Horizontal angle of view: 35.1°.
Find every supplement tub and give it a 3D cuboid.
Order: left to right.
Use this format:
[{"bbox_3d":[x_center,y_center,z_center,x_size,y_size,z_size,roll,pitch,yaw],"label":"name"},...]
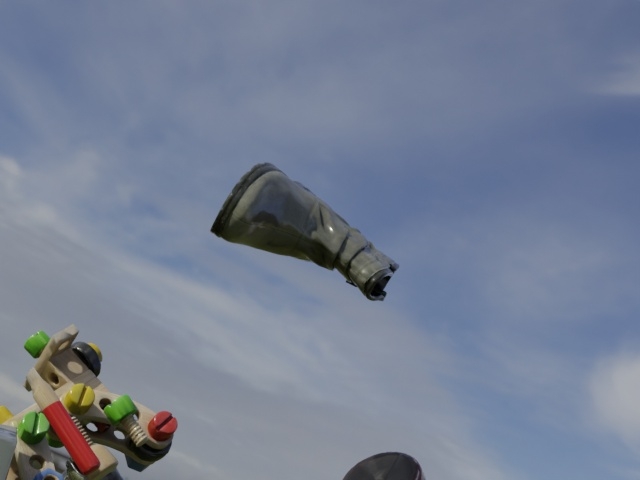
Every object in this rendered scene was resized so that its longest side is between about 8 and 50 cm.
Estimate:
[{"bbox_3d":[0.099,0.355,1.199,0.106,0.106,0.198,4,-56,45],"label":"supplement tub"}]

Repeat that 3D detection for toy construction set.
[{"bbox_3d":[-0.340,0.217,1.296,0.237,0.257,0.309,53,-24,12],"label":"toy construction set"}]

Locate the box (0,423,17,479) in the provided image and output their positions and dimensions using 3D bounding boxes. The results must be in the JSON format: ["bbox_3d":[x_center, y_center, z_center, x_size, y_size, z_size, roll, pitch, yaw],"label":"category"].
[{"bbox_3d":[-0.437,0.245,1.115,0.181,0.119,0.182,18,-11,-13],"label":"box"}]

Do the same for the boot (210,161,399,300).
[{"bbox_3d":[0.000,0.000,1.039,0.161,0.083,0.246,36,11,15],"label":"boot"}]

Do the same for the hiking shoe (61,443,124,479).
[{"bbox_3d":[-0.373,0.377,1.651,0.086,0.114,0.227,-17,5,-33],"label":"hiking shoe"}]
